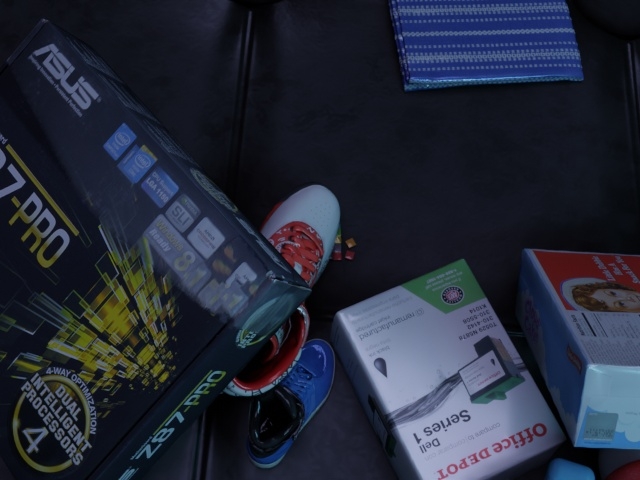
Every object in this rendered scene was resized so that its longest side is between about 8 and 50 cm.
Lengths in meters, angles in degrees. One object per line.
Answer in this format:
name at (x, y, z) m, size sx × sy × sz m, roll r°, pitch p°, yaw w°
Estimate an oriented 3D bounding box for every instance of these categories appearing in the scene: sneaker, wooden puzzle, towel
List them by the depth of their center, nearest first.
sneaker at (-0.028, 0.159, 0.990) m, size 0.058 × 0.085 × 0.152 m, roll 30°, pitch 66°, yaw 10°
sneaker at (-0.035, 0.049, 0.998) m, size 0.090 × 0.145 × 0.270 m, roll 44°, pitch 70°, yaw -20°
wooden puzzle at (0.000, 0.000, 1.111) m, size 0.083 × 0.006 × 0.049 m, roll 0°, pitch 65°, yaw -4°
towel at (0.200, -0.349, 1.281) m, size 0.243 × 0.040 × 0.336 m, roll -4°, pitch 67°, yaw -8°

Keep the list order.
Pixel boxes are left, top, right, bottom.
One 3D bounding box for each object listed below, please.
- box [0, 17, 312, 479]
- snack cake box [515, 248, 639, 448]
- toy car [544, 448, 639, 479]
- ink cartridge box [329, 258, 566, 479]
box at (-0.245, 0.024, 0.943) m, size 0.318 × 0.097 × 0.395 m, roll -46°, pitch 66°, yaw 7°
snack cake box at (0.297, 0.100, 0.956) m, size 0.152 × 0.089 × 0.264 m, roll 2°, pitch 22°, yaw -1°
toy car at (0.328, 0.232, 0.929) m, size 0.219 × 0.210 × 0.238 m, roll 15°, pitch 52°, yaw 12°
ink cartridge box at (0.129, 0.154, 0.998) m, size 0.160 × 0.093 × 0.219 m, roll -23°, pitch 68°, yaw -13°
